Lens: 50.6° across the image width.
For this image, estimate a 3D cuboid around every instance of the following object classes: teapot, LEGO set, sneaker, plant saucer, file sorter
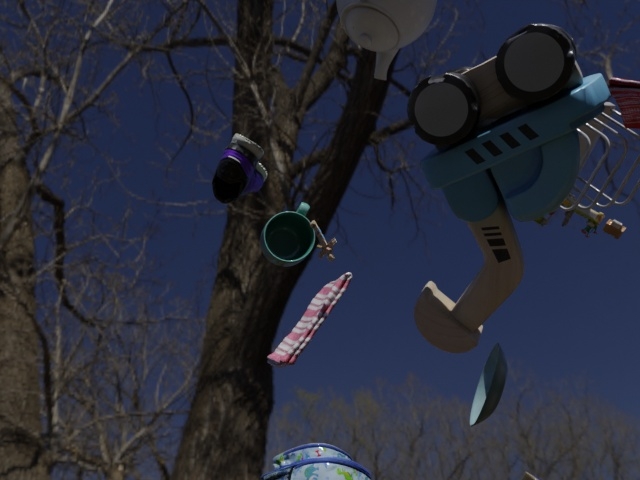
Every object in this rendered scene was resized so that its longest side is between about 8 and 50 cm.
[{"bbox_3d":[0.134,-0.529,1.555,0.256,0.187,0.252,34,-22,-18],"label":"teapot"},{"bbox_3d":[0.649,-0.064,1.788,0.287,0.132,0.107,30,-82,-8],"label":"LEGO set"},{"bbox_3d":[-0.214,-0.153,1.685,0.102,0.146,0.293,29,-12,5],"label":"sneaker"},{"bbox_3d":[0.377,0.323,1.493,0.038,0.195,0.195,19,-35,10],"label":"plant saucer"},{"bbox_3d":[0.556,-0.176,1.446,0.278,0.173,0.192,-6,-51,-35],"label":"file sorter"}]

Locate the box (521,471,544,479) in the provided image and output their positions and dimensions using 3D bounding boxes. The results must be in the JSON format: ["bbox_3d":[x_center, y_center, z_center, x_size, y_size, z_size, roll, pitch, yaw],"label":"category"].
[{"bbox_3d":[0.423,0.519,1.227,0.225,0.136,0.036,29,-3,-24],"label":"box"}]

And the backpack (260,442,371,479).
[{"bbox_3d":[0.000,0.278,0.760,0.114,0.084,0.105,-25,-46,31],"label":"backpack"}]

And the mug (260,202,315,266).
[{"bbox_3d":[-0.075,-0.006,1.704,0.158,0.129,0.097,-29,-5,-19],"label":"mug"}]

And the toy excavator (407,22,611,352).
[{"bbox_3d":[0.286,-0.069,1.100,0.433,0.222,0.445,-25,-84,25],"label":"toy excavator"}]

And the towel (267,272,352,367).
[{"bbox_3d":[-0.019,0.140,1.196,0.029,0.197,0.144,38,-17,-5],"label":"towel"}]

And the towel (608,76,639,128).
[{"bbox_3d":[0.645,-0.234,1.250,0.199,0.031,0.275,19,4,30],"label":"towel"}]

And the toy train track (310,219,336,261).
[{"bbox_3d":[0.000,0.000,1.151,0.014,0.083,0.048,6,-43,-45],"label":"toy train track"}]
